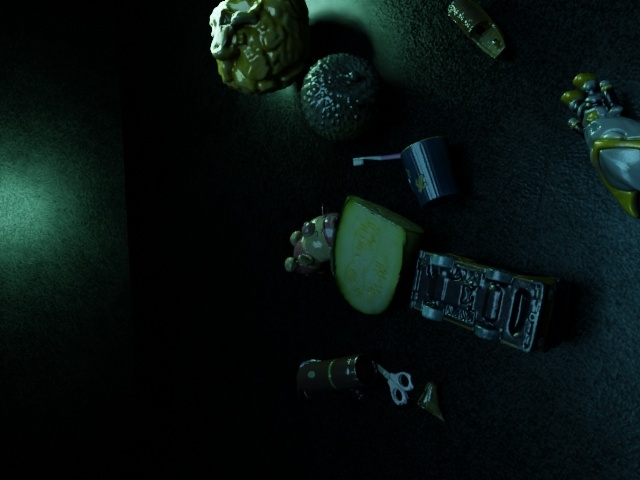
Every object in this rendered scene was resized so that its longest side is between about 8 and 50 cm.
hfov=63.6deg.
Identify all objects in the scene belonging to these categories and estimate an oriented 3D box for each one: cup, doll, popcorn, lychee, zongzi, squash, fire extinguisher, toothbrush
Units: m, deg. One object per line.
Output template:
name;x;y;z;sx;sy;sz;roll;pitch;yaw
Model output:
cup;0.287;-0.166;1.361;0.176;0.131;0.155;123;134;-69
doll;-0.003;0.000;1.639;0.255;0.152;0.196;-36;64;40
popcorn;-0.204;-0.696;1.797;0.390;0.354;0.344;-42;21;-12
lychee;0.063;-0.421;1.545;0.274;0.255;0.256;112;146;-68
doll;0.592;-0.201;1.028;0.145;0.103;0.317;-45;50;41
zongzi;0.305;0.421;1.356;0.083;0.040;0.076;32;104;32
squash;0.129;0.064;1.440;0.233;0.210;0.309;32;105;25
fire extinguisher;0.030;0.434;1.609;0.341;0.105;0.142;-25;73;46
toothbrush;0.199;-0.245;1.529;0.286;0.020;0.025;2;97;49

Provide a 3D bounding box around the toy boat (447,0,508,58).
toy boat;0.387;-0.536;1.286;0.068;0.087;0.226;-47;54;35

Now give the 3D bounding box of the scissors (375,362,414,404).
scissors;0.195;0.392;1.497;0.189;0.015;0.100;35;112;46

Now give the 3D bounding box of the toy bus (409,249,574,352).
toy bus;0.383;0.128;1.169;0.323;0.194;0.162;17;100;51
